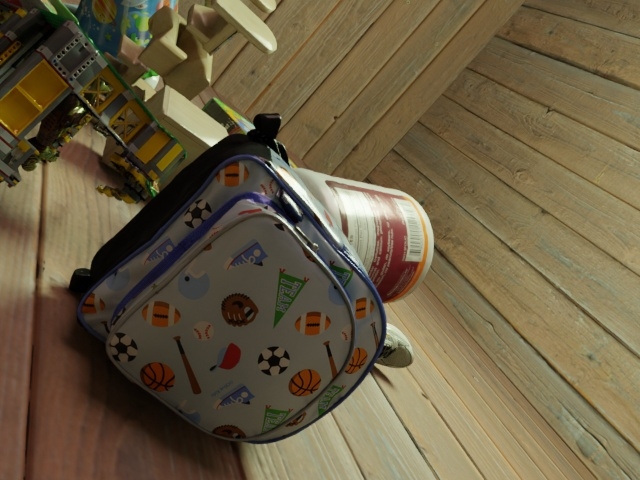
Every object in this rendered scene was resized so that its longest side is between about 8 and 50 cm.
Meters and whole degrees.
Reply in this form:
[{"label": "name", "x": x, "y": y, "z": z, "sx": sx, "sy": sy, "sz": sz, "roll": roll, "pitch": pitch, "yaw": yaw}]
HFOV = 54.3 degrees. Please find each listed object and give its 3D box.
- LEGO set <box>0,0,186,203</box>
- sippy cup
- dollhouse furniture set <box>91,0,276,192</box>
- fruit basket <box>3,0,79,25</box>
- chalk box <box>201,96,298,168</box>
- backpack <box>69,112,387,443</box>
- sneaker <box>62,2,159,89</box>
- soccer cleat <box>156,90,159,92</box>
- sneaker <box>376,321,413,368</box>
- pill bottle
[{"label": "LEGO set", "x": -0.339, "y": -0.130, "z": 0.718, "sx": 0.331, "sy": 0.192, "sz": 0.255, "roll": 32, "pitch": -16, "yaw": 30}, {"label": "sippy cup", "x": -0.404, "y": -0.508, "z": 1.333, "sx": 0.240, "sy": 0.224, "sz": 0.305, "roll": 42, "pitch": 46, "yaw": 15}, {"label": "dollhouse furniture set", "x": -0.223, "y": -0.259, "z": 1.167, "sx": 0.256, "sy": 0.362, "sz": 0.394, "roll": 35, "pitch": 37, "yaw": -39}, {"label": "fruit basket", "x": -0.456, "y": -0.371, "z": 0.891, "sx": 0.353, "sy": 0.165, "sz": 0.327, "roll": 7, "pitch": -39, "yaw": 55}, {"label": "chalk box", "x": -0.194, "y": -0.167, "z": 1.341, "sx": 0.289, "sy": 0.180, "sz": 0.179, "roll": 49, "pitch": 11, "yaw": 30}, {"label": "backpack", "x": -0.066, "y": 0.064, "z": 0.613, "sx": 0.263, "sy": 0.276, "sz": 0.213, "roll": 45, "pitch": 12, "yaw": -28}, {"label": "sneaker", "x": -0.527, "y": -0.446, "z": 1.464, "sx": 0.366, "sy": 0.135, "sz": 0.150, "roll": 38, "pitch": 14, "yaw": 30}, {"label": "soccer cleat", "x": -0.318, "y": -0.248, "z": 1.489, "sx": 0.289, "sy": 0.121, "sz": 0.093, "roll": 50, "pitch": 44, "yaw": -48}, {"label": "sneaker", "x": 0.088, "y": 0.198, "z": 1.174, "sx": 0.225, "sy": 0.088, "sz": 0.093, "roll": 26, "pitch": 19, "yaw": -28}, {"label": "pill bottle", "x": 0.000, "y": 0.000, "z": 1.054, "sx": 0.392, "sy": 0.224, "sz": 0.224, "roll": 6, "pitch": 34, "yaw": -49}]
